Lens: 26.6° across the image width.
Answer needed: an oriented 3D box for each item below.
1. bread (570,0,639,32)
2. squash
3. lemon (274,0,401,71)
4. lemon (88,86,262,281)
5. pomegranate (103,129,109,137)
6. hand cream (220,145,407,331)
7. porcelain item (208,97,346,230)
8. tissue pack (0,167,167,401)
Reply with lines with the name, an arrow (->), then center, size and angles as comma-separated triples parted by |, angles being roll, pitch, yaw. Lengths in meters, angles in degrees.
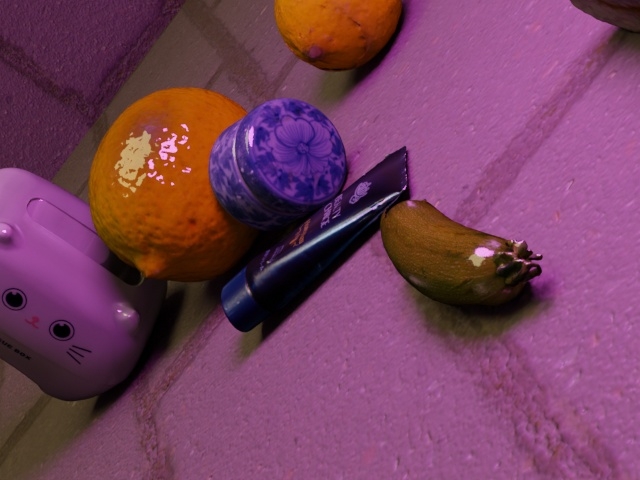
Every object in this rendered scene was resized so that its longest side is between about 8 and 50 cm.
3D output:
bread -> 0.322, -0.350, 1.113 | 0.341, 0.210, 0.300 | -53, 21, 1
squash -> 0.108, 0.012, 1.208 | 0.318, 0.080, 0.071 | -143, 51, -73
lemon -> 0.025, -0.323, 1.847 | 0.180, 0.180, 0.193 | -45, -3, 25
lemon -> -0.182, -0.072, 1.788 | 0.267, 0.267, 0.267 | -46, 20, 22
pomegranate -> -0.253, -0.120, 2.149 | 0.207, 0.207, 0.207 | -46, 20, 22
hand cream -> 0.000, 0.000, 1.535 | 0.270, 0.061, 0.120 | -39, 17, 19
porcelain item -> -0.051, -0.094, 1.659 | 0.114, 0.147, 0.147 | -28, 32, 54
tissue pack -> -0.381, 0.056, 1.904 | 0.236, 0.333, 0.229 | -37, 24, 43
